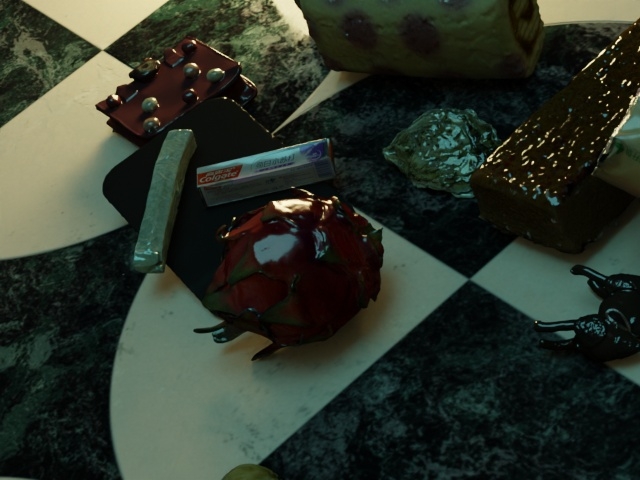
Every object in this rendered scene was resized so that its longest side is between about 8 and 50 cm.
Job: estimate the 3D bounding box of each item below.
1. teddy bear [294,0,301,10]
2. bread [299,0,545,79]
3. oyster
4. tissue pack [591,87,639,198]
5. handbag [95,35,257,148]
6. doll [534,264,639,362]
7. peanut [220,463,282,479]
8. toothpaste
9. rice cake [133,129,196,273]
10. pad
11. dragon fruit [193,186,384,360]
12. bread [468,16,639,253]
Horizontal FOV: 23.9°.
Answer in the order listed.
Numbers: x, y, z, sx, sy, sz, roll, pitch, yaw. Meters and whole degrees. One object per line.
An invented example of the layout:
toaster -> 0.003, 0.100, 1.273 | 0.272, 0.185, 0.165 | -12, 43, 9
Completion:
teddy bear -> -0.016, -0.469, 2.436 | 0.177, 0.190, 0.140 | -45, 8, 8
bread -> 0.146, -0.324, 2.184 | 0.338, 0.187, 0.155 | 6, 47, 33
oyster -> 0.172, -0.119, 2.050 | 0.177, 0.064, 0.125 | 35, 84, 36
tissue pack -> 0.473, -0.105, 1.744 | 0.257, 0.123, 0.215 | 28, 59, 11
handbag -> -0.229, -0.229, 2.381 | 0.203, 0.074, 0.216 | -38, 40, -14
doll -> 0.347, 0.085, 1.733 | 0.165, 0.057, 0.139 | 15, 53, 34
peanut -> -0.062, 0.340, 1.657 | 0.103, 0.098, 0.229 | -43, 36, 25
toothpaste -> -0.076, -0.095, 2.123 | 0.196, 0.040, 0.047 | -12, 48, 9
rice cake -> -0.220, -0.056, 2.135 | 0.045, 0.042, 0.245 | 0, 53, 12
pad -> -0.155, -0.020, 2.154 | 0.315, 0.063, 0.375 | -36, 51, -12
dragon fruit -> -0.044, 0.044, 1.895 | 0.274, 0.192, 0.193 | -26, 2, -1
bread -> 0.386, -0.155, 1.923 | 0.416, 0.113, 0.165 | -42, 42, -19
